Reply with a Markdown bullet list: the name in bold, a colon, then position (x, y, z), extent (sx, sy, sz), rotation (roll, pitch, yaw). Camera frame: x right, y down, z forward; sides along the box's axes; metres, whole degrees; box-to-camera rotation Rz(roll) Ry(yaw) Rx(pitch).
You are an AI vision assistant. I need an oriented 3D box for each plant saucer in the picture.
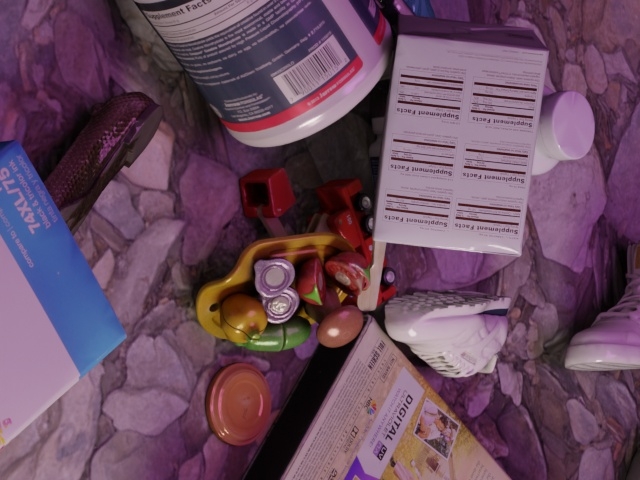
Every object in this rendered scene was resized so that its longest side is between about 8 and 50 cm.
- **plant saucer**: position (-0.080, 0.164, 1.797), extent (0.083, 0.013, 0.083), rotation (2, 87, -44)

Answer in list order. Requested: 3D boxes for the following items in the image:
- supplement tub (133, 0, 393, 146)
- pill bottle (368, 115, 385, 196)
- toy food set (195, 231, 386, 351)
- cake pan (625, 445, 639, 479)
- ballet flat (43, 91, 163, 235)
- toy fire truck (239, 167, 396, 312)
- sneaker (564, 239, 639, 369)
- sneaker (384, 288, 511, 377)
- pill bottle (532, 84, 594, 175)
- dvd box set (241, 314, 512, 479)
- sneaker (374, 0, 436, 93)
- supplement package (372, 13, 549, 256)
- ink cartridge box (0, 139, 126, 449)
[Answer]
- **supplement tub**: position (-0.071, -0.242, 1.699), extent (0.272, 0.191, 0.191), rotation (54, 54, -28)
- **pill bottle**: position (0.088, -0.076, 1.934), extent (0.067, 0.067, 0.120), rotation (-15, 99, -44)
- **toy food set**: position (-0.012, 0.061, 1.769), extent (0.218, 0.071, 0.128), rotation (-9, 133, -28)
- **cake pan**: position (0.482, 0.356, 2.309), extent (0.293, 0.054, 0.293), rotation (2, 87, -44)
- **ballet flat**: position (-0.233, -0.050, 1.630), extent (0.058, 0.084, 0.250), rotation (32, 61, 9)
- **toy fire truck**: position (0.000, 0.000, 1.859), extent (0.135, 0.047, 0.192), rotation (-32, 111, -40)
- **sneaker**: position (0.384, 0.075, 2.200), extent (0.292, 0.108, 0.169), rotation (1, 86, -54)
- **sneaker**: position (0.142, 0.105, 1.945), extent (0.235, 0.090, 0.095), rotation (2, 98, -58)
- **pill bottle**: position (0.205, -0.120, 1.969), extent (0.103, 0.184, 0.103), rotation (3, 86, -45)
- **dvd box set**: position (0.084, 0.327, 1.917), extent (0.420, 0.062, 0.307), rotation (49, 57, -31)
- **sneaker**: position (0.055, -0.272, 1.910), extent (0.275, 0.107, 0.110), rotation (60, 32, -30)
- **supplement package**: position (0.137, -0.109, 1.787), extent (0.194, 0.149, 0.203), rotation (-79, 175, -76)
- **ink cartridge box**: position (-0.340, 0.076, 1.418), extent (0.270, 0.198, 0.197), rotation (-44, 118, -37)
